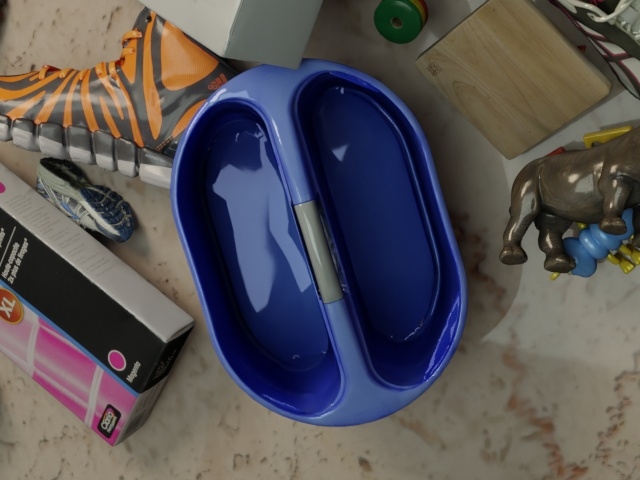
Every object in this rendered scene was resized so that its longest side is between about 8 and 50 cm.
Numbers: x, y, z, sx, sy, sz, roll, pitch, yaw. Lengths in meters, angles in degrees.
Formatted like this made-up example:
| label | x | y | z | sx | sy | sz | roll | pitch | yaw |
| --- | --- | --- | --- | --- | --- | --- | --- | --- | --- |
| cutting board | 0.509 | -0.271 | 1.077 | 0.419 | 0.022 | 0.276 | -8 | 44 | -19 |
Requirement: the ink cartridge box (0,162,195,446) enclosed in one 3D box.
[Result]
| label | x | y | z | sx | sy | sz | roll | pitch | yaw |
| --- | --- | --- | --- | --- | --- | --- | --- | --- | --- |
| ink cartridge box | -0.317 | 0.046 | 1.426 | 0.371 | 0.069 | 0.176 | 39 | 126 | 14 |

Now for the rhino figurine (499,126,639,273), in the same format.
| label | x | y | z | sx | sy | sz | roll | pitch | yaw |
| --- | --- | --- | --- | --- | --- | --- | --- | --- | --- |
| rhino figurine | 0.268 | -0.048 | 1.135 | 0.243 | 0.073 | 0.106 | -17 | 56 | 37 |

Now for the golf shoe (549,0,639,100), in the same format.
| label | x | y | z | sx | sy | sz | roll | pitch | yaw |
| --- | --- | --- | --- | --- | --- | --- | --- | --- | --- |
| golf shoe | 0.273 | -0.192 | 1.140 | 0.273 | 0.120 | 0.105 | 42 | 110 | 9 |

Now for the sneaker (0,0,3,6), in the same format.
| label | x | y | z | sx | sy | sz | roll | pitch | yaw |
| --- | --- | --- | --- | --- | --- | --- | --- | --- | --- |
| sneaker | -0.458 | -0.340 | 1.414 | 0.147 | 0.129 | 0.330 | -7 | 107 | 49 |

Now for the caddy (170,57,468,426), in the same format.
| label | x | y | z | sx | sy | sz | roll | pitch | yaw |
| --- | --- | --- | --- | --- | --- | --- | --- | --- | --- |
| caddy | 0.000 | 0.000 | 1.211 | 0.241 | 0.179 | 0.341 | -17 | 97 | 3 |

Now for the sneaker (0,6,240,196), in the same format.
| label | x | y | z | sx | sy | sz | roll | pitch | yaw |
| --- | --- | --- | --- | --- | --- | --- | --- | --- | --- |
| sneaker | -0.222 | -0.170 | 1.351 | 0.321 | 0.124 | 0.180 | 15 | 101 | 8 |

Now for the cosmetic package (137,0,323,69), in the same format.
| label | x | y | z | sx | sy | sz | roll | pitch | yaw |
| --- | --- | --- | --- | --- | --- | --- | --- | --- | --- |
| cosmetic package | -0.110 | -0.358 | 1.189 | 0.377 | 0.097 | 0.284 | 38 | 116 | 42 |

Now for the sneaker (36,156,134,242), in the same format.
| label | x | y | z | sx | sy | sz | roll | pitch | yaw |
| --- | --- | --- | --- | --- | --- | --- | --- | --- | --- |
| sneaker | -0.259 | -0.034 | 1.420 | 0.135 | 0.052 | 0.058 | 38 | 121 | 19 |

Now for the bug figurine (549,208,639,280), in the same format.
| label | x | y | z | sx | sy | sz | roll | pitch | yaw |
| --- | --- | --- | --- | --- | --- | --- | --- | --- | --- |
| bug figurine | 0.353 | 0.035 | 1.172 | 0.279 | 0.072 | 0.216 | 46 | 112 | 9 |

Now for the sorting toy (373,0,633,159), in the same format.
| label | x | y | z | sx | sy | sz | roll | pitch | yaw |
| --- | --- | --- | --- | --- | --- | --- | --- | --- | --- |
| sorting toy | 0.185 | -0.154 | 1.191 | 0.274 | 0.046 | 0.132 | 43 | 135 | -11 |
